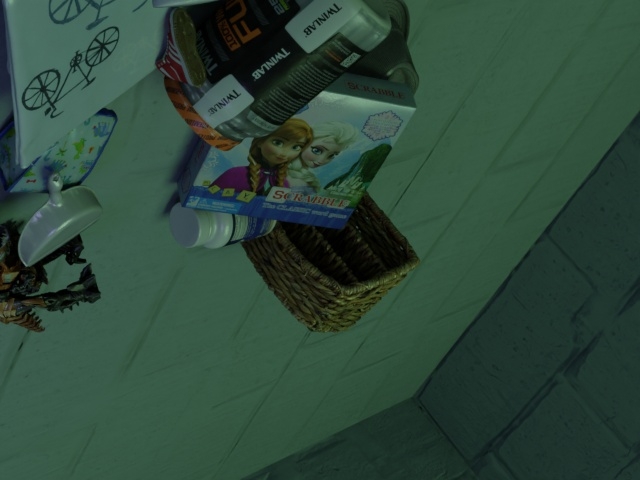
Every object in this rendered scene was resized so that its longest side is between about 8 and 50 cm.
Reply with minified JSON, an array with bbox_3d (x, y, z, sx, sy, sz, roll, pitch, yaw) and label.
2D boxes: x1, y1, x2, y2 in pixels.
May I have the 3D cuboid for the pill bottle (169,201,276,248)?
[{"bbox_3d":[-0.179,-0.045,2.304,0.186,0.112,0.112,-15,149,-45],"label":"pill bottle"}]

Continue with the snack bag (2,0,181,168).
[{"bbox_3d":[-0.287,-0.287,1.646,0.323,0.037,0.343,-44,161,-31],"label":"snack bag"}]

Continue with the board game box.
[{"bbox_3d":[-0.045,-0.162,2.169,0.318,0.066,0.318,7,136,-24],"label":"board game box"}]

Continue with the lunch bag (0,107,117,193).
[{"bbox_3d":[-0.380,-0.141,1.808,0.151,0.096,0.128,-39,161,28],"label":"lunch bag"}]

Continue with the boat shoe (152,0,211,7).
[{"bbox_3d":[-0.136,-0.373,1.644,0.301,0.108,0.102,-43,126,-56],"label":"boat shoe"}]

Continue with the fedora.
[{"bbox_3d":[0.090,-0.289,2.239,0.243,0.124,0.275,-27,156,-30],"label":"fedora"}]

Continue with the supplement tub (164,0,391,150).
[{"bbox_3d":[-0.068,-0.286,1.866,0.316,0.194,0.193,-39,160,17],"label":"supplement tub"}]

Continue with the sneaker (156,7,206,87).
[{"bbox_3d":[-0.205,-0.273,1.781,0.042,0.067,0.119,-39,130,-37],"label":"sneaker"}]

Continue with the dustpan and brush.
[{"bbox_3d":[-0.380,-0.046,1.838,0.147,0.060,0.211,-37,177,-22],"label":"dustpan and brush"}]

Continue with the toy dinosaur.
[{"bbox_3d":[-0.480,0.055,2.033,0.218,0.164,0.322,-18,173,-12],"label":"toy dinosaur"}]

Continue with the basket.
[{"bbox_3d":[0.000,0.000,2.431,0.223,0.299,0.213,-44,157,18],"label":"basket"}]
